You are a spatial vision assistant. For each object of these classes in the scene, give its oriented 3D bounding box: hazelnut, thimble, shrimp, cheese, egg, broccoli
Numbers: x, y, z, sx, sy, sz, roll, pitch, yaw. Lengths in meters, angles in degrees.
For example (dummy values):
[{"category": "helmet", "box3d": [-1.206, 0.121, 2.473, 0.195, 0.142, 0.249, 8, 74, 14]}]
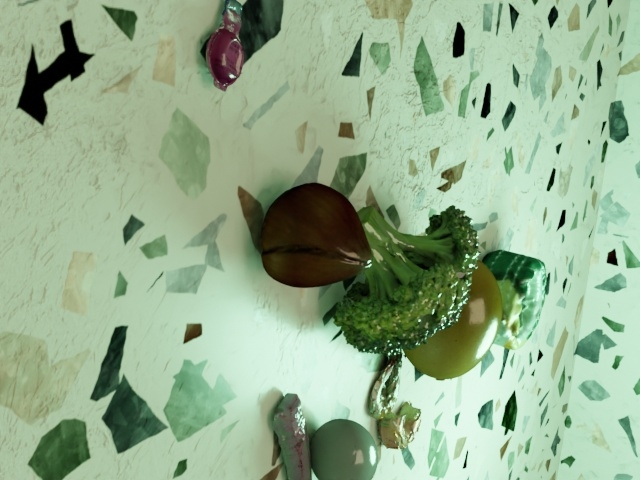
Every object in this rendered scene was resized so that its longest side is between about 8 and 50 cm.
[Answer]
[{"category": "hazelnut", "box3d": [0.000, 0.000, 1.599, 0.208, 0.208, 0.208, -30, 127, -51]}, {"category": "thimble", "box3d": [0.532, 0.172, 2.590, 0.288, 0.167, 0.254, -50, 140, -38]}, {"category": "shrimp", "box3d": [0.163, 0.339, 2.169, 0.101, 0.042, 0.190, 21, 84, -52]}, {"category": "cheese", "box3d": [-0.145, -0.305, 1.399, 0.095, 0.038, 0.145, 20, 79, -61]}, {"category": "egg", "box3d": [0.297, 0.177, 2.117, 0.250, 0.250, 0.322, -34, 133, -49]}, {"category": "egg", "box3d": [0.050, 0.463, 1.925, 0.146, 0.146, 0.198, -54, 150, -33]}, {"category": "broccoli", "box3d": [0.187, 0.074, 1.854, 0.375, 0.249, 0.302, -41, 136, -10]}]

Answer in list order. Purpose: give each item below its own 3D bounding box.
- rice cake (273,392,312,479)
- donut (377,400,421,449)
[{"category": "rice cake", "box3d": [-0.053, 0.443, 1.840, 0.081, 0.051, 0.290, -40, 134, -46]}, {"category": "donut", "box3d": [0.198, 0.472, 2.257, 0.166, 0.065, 0.117, -6, 106, -57]}]
